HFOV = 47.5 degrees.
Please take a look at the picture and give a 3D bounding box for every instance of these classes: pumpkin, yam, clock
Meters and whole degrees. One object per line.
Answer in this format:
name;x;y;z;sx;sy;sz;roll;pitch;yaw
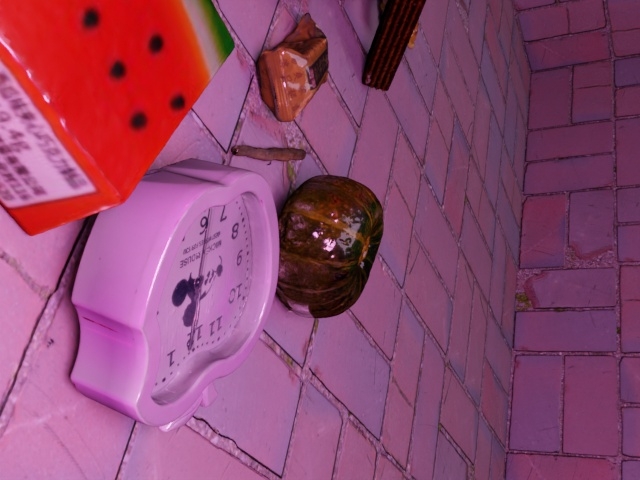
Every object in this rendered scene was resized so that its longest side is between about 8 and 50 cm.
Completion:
pumpkin;-0.003;0.000;1.262;0.260;0.190;0.260;17;90;-76
yam;-0.087;-0.151;1.277;0.027;0.029;0.234;61;26;10
clock;-0.169;0.064;0.916;0.338;0.102;0.338;16;90;-70

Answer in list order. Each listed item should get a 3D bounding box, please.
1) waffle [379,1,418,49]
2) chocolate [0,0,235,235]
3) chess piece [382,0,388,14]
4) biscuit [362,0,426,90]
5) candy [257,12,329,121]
waffle;0.205;-0.630;1.909;0.243;0.059;0.237;17;74;-59
chocolate;-0.269;-0.239;0.767;0.360;0.162;0.341;63;38;-39
chess piece;0.171;-0.665;1.750;0.124;0.139;0.307;8;77;-40
biscuit;0.173;-0.489;1.567;0.388;0.073;0.107;114;-9;-58
candy;-0.036;-0.324;1.324;0.271;0.101;0.143;-59;144;-57
